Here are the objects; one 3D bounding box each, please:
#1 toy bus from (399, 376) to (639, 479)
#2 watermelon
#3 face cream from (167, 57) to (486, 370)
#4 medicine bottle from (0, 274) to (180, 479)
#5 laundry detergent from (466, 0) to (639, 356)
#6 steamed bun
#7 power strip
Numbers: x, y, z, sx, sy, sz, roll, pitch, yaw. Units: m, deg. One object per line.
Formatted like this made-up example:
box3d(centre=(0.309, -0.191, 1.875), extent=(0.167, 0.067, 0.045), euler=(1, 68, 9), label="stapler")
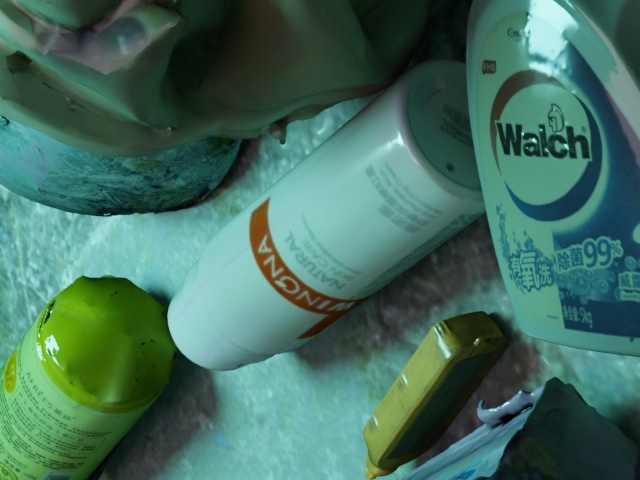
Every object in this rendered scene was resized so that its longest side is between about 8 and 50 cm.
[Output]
box3d(centre=(0.075, 0.198, 1.207), extent=(0.112, 0.138, 0.317), euler=(41, 139, -8), label="toy bus")
box3d(centre=(-0.186, -0.098, 1.395), extent=(0.322, 0.175, 0.188), euler=(-27, 82, 54), label="watermelon")
box3d(centre=(0.000, 0.000, 1.259), extent=(0.345, 0.102, 0.102), euler=(-40, 72, 50), label="face cream")
box3d(centre=(-0.202, 0.122, 1.551), extent=(0.124, 0.124, 0.239), euler=(60, 140, 17), label="medicine bottle")
box3d(centre=(0.171, -0.084, 1.010), extent=(0.215, 0.105, 0.280), euler=(7, 107, 51), label="laundry detergent")
box3d(centre=(-0.100, -0.207, 1.112), extent=(0.368, 0.255, 0.342), euler=(-9, 100, 24), label="steamed bun")
box3d(centre=(0.067, 0.106, 1.258), extent=(0.028, 0.049, 0.178), euler=(58, 141, 27), label="power strip")
